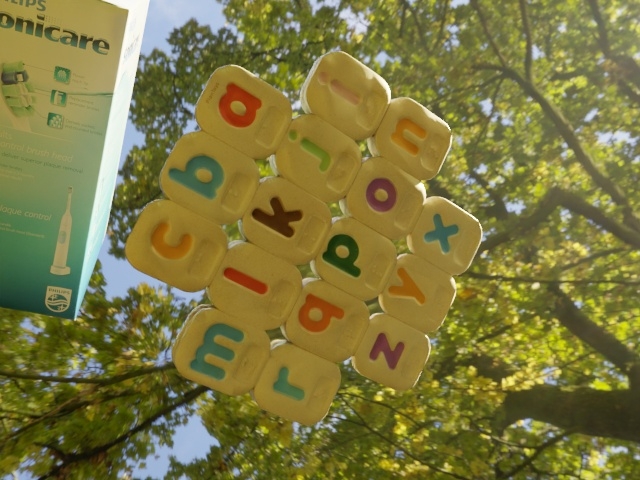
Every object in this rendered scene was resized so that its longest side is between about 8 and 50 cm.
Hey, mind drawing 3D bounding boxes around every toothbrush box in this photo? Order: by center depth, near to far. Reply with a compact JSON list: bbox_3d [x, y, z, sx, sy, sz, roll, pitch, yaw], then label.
[{"bbox_3d":[-0.261,-0.108,0.632,0.126,0.216,0.295,13,-67,-15],"label":"toothbrush box"}]

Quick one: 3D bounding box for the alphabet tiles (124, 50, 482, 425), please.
[{"bbox_3d":[0.000,0.000,0.528,0.278,0.021,0.284,28,-96,-23],"label":"alphabet tiles"}]
